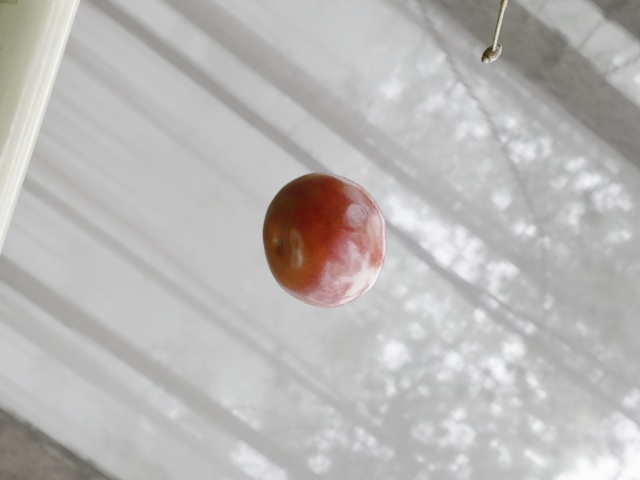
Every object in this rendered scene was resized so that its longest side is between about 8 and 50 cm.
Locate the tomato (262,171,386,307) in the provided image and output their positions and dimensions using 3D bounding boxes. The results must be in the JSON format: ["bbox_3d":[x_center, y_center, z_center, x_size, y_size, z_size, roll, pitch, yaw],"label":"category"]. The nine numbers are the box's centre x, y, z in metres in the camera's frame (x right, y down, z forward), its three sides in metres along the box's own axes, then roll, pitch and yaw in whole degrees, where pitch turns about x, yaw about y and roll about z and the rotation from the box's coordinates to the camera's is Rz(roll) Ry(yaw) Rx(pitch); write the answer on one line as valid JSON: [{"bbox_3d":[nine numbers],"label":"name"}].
[{"bbox_3d":[0.000,0.000,1.991,0.136,0.195,0.195,-6,160,-34],"label":"tomato"}]

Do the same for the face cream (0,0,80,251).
[{"bbox_3d":[-0.281,-0.049,1.089,0.173,0.081,0.348,-5,-116,40],"label":"face cream"}]

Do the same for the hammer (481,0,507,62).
[{"bbox_3d":[0.174,-0.216,1.422,0.029,0.014,0.123,-43,159,-26],"label":"hammer"}]
